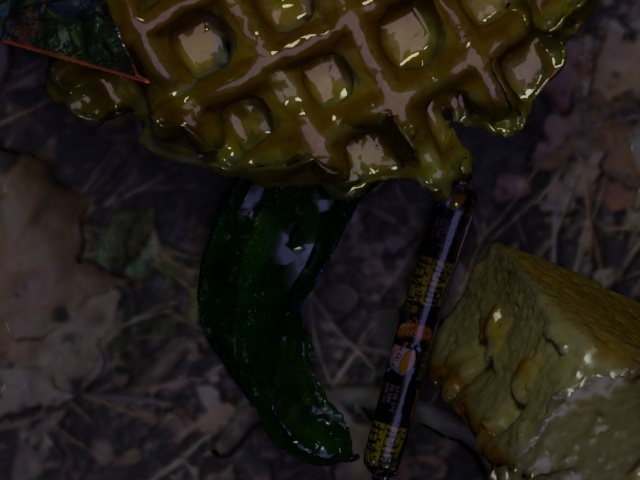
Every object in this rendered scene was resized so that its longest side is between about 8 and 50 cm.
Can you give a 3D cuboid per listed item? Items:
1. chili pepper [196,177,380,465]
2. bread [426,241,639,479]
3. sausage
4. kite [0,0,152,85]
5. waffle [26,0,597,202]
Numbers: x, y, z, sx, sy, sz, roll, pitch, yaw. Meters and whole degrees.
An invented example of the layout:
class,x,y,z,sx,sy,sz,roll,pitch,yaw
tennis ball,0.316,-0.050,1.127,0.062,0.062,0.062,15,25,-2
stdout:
class,x,y,z,sx,sy,sz,roll,pitch,yaw
chili pepper,-0.001,0.000,0.936,0.122,0.065,0.278,10,105,-29
bread,0.213,0.118,0.955,0.275,0.185,0.114,22,105,-18
sausage,0.060,0.054,0.972,0.025,0.028,0.198,13,95,-37
kite,-0.157,-0.162,0.834,0.189,0.009,0.232,-31,77,28
waffle,-0.005,-0.176,0.856,0.325,0.068,0.302,15,95,-4
